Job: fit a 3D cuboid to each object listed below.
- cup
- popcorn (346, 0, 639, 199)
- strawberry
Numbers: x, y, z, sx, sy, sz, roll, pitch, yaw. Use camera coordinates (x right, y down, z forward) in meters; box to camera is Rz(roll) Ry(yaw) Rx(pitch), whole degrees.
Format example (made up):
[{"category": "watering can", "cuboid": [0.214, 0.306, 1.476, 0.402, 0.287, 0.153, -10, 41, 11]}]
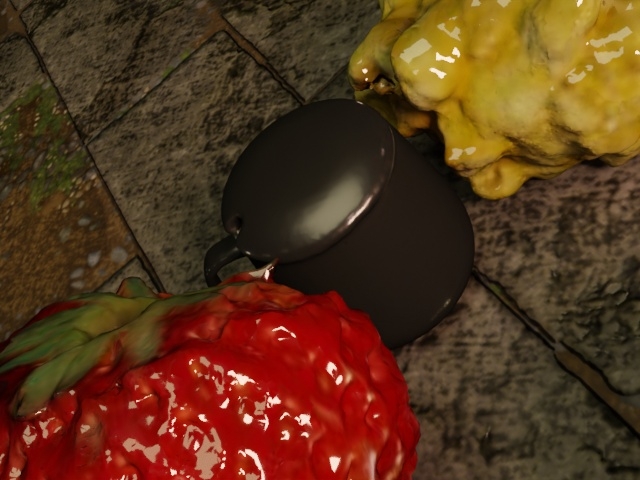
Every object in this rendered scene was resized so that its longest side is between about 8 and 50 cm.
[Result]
[{"category": "cup", "cuboid": [0.000, 0.000, 0.668, 0.223, 0.176, 0.169, -24, 50, 17]}, {"category": "popcorn", "cuboid": [0.153, -0.163, 0.663, 0.286, 0.215, 0.252, 34, 104, 44]}, {"category": "strawberry", "cuboid": [-0.063, 0.172, 0.552, 0.291, 0.310, 0.292, -23, 18, 8]}]
